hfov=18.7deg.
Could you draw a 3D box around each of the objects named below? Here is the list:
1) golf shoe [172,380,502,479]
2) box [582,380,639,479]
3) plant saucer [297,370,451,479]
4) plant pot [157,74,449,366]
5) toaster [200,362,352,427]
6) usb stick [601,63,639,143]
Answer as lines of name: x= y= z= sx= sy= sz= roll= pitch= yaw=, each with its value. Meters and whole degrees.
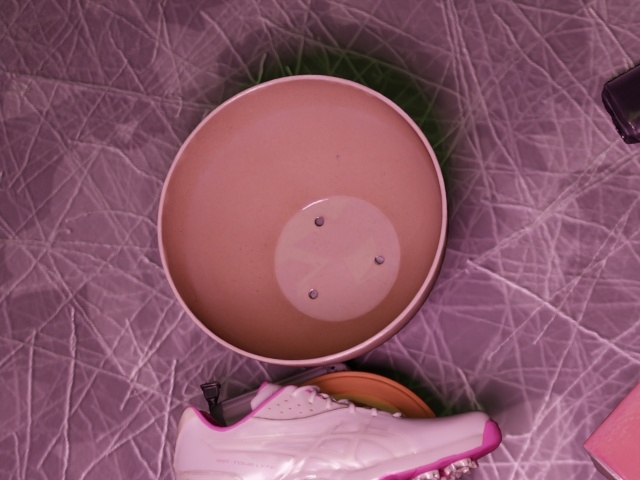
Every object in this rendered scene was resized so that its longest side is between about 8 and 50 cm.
golf shoe: x=0.009 y=0.182 z=1.777 sx=0.306 sy=0.115 sz=0.140 roll=-14 pitch=75 yaw=1
box: x=0.374 y=0.160 z=1.847 sx=0.127 sy=0.148 sz=0.232 roll=41 pitch=87 yaw=19
plant saucer: x=0.028 y=0.221 z=1.842 sx=0.200 sy=0.037 sz=0.200 roll=-1 pitch=79 yaw=4
plant pot: x=0.000 y=0.000 z=1.944 sx=0.284 sy=0.191 sz=0.284 roll=-3 pitch=76 yaw=12
toaster: x=-0.012 y=0.217 z=1.930 sx=0.146 sy=0.129 sz=0.227 roll=-23 pitch=74 yaw=2
usb stick: x=0.416 y=-0.190 z=1.976 sx=0.278 sy=0.045 sz=0.077 roll=-30 pitch=66 yaw=4
